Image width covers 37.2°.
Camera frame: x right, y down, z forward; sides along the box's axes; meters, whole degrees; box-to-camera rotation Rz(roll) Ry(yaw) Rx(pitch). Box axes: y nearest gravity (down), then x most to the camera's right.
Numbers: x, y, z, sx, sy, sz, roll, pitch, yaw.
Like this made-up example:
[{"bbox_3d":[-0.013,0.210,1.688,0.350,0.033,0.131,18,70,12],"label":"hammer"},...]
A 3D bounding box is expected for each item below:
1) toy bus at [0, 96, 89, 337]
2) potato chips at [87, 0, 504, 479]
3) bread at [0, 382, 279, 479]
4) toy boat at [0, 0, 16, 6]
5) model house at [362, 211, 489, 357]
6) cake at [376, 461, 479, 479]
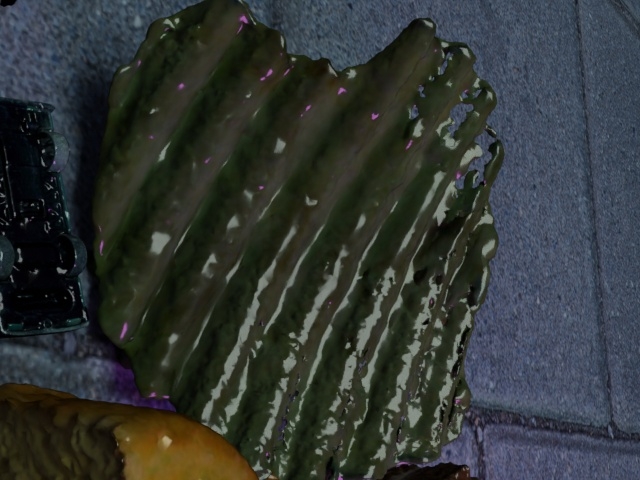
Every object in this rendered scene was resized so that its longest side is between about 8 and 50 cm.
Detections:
[{"bbox_3d":[-0.218,-0.009,0.640,0.079,0.092,0.160,-1,76,-54],"label":"toy bus"},{"bbox_3d":[0.000,0.008,0.786,0.373,0.097,0.389,5,89,-21],"label":"potato chips"},{"bbox_3d":[-0.112,0.253,0.628,0.179,0.194,0.339,3,74,-54],"label":"bread"},{"bbox_3d":[-0.264,-0.381,0.616,0.136,0.162,0.445,2,79,-53],"label":"toy boat"},{"bbox_3d":[0.062,0.010,0.964,0.214,0.189,0.195,58,37,-32],"label":"model house"},{"bbox_3d":[0.070,0.296,0.929,0.135,0.147,0.135,-8,88,-55],"label":"cake"}]
